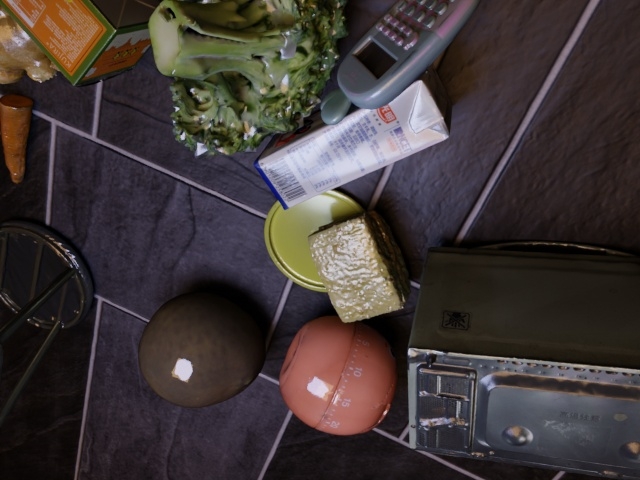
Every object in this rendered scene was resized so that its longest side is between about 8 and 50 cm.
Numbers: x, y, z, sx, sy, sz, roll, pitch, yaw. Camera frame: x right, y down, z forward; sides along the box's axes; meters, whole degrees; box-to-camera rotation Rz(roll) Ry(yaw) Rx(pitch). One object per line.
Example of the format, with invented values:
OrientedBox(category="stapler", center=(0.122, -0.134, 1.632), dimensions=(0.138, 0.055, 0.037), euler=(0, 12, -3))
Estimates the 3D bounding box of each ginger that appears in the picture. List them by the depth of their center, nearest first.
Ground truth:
OrientedBox(category="ginger", center=(-0.583, -0.370, 1.019), dimensions=(0.216, 0.102, 0.157), euler=(-8, 141, 17))

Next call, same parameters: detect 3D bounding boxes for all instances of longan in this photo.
OrientedBox(category="longan", center=(-0.247, 0.231, 1.148), dimensions=(0.258, 0.258, 0.258), euler=(8, 119, 14))

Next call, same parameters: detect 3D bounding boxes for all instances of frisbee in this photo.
OrientedBox(category="frisbee", center=(0.000, 0.000, 1.076), dimensions=(0.236, 0.017, 0.235), euler=(8, 120, 14))

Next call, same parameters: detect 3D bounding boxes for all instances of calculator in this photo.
OrientedBox(category="calculator", center=(0.111, -0.279, 0.785), dimensions=(0.299, 0.185, 0.041), euler=(-44, 123, 14))

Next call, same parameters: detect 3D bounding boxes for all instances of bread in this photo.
OrientedBox(category="bread", center=(0.075, 0.043, 1.004), dimensions=(0.138, 0.102, 0.196), euler=(-20, 107, 24))

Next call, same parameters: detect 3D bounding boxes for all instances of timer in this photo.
OrientedBox(category="timer", center=(0.038, 0.266, 1.086), dimensions=(0.215, 0.229, 0.229), euler=(25, 123, -7))

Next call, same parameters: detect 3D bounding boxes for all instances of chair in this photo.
OrientedBox(category="chair", center=(-0.744, 0.177, 1.184), dimensions=(0.362, 0.410, 0.364), euler=(28, 123, 3))

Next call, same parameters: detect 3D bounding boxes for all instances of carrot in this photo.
OrientedBox(category="carrot", center=(-0.648, -0.206, 1.159), dimensions=(0.061, 0.061, 0.209), euler=(26, 126, 3))

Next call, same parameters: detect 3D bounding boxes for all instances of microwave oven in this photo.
OrientedBox(category="microwave oven", center=(0.357, 0.187, 0.883), dimensions=(0.395, 0.333, 0.247), euler=(3, 123, 16))

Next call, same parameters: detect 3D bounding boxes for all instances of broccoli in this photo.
OrientedBox(category="broccoli", center=(-0.139, -0.304, 0.816), dimensions=(0.375, 0.302, 0.249), euler=(-53, 53, 31))

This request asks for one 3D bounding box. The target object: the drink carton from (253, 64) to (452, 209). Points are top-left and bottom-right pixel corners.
OrientedBox(category="drink carton", center=(0.053, -0.173, 0.895), dimensions=(0.315, 0.130, 0.106), euler=(-22, 117, 27))

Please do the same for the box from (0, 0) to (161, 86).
OrientedBox(category="box", center=(-0.390, -0.387, 0.900), dimensions=(0.148, 0.177, 0.195), euler=(-35, 102, 29))
